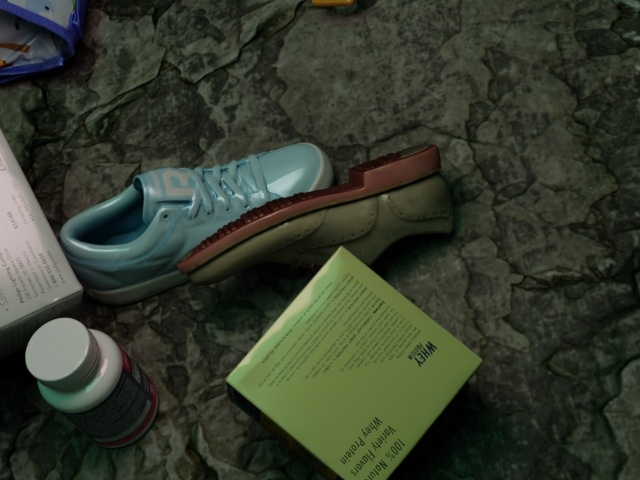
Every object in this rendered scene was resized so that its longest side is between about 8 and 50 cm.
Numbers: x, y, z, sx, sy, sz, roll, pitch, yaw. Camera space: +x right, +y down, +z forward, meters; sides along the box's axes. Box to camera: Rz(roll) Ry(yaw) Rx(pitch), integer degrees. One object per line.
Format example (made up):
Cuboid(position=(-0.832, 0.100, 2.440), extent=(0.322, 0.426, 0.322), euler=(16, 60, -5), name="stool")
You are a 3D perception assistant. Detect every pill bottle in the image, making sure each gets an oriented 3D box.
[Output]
Cuboid(position=(-0.275, 0.168, 1.628), extent=(0.108, 0.180, 0.108), euler=(-9, 58, 14), name="pill bottle")

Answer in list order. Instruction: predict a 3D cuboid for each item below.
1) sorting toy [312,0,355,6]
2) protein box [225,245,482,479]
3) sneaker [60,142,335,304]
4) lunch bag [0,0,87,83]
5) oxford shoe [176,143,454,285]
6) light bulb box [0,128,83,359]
Cuboid(position=(0.076, -0.463, 1.970), extent=(0.196, 0.047, 0.347), euler=(17, 67, 32), name="sorting toy")
Cuboid(position=(0.035, 0.156, 1.515), extent=(0.201, 0.136, 0.200), euler=(39, 77, 9), name="protein box")
Cuboid(position=(-0.160, -0.038, 1.731), extent=(0.366, 0.150, 0.135), euler=(-28, 56, 2), name="sneaker")
Cuboid(position=(-0.533, -0.417, 2.032), extent=(0.386, 0.239, 0.327), euler=(5, 58, -4), name="lunch bag")
Cuboid(position=(0.000, 0.000, 1.654), extent=(0.348, 0.123, 0.130), euler=(-21, 100, 0), name="oxford shoe")
Cuboid(position=(-0.531, 0.008, 1.660), extent=(0.361, 0.225, 0.357), euler=(-26, 81, -17), name="light bulb box")
